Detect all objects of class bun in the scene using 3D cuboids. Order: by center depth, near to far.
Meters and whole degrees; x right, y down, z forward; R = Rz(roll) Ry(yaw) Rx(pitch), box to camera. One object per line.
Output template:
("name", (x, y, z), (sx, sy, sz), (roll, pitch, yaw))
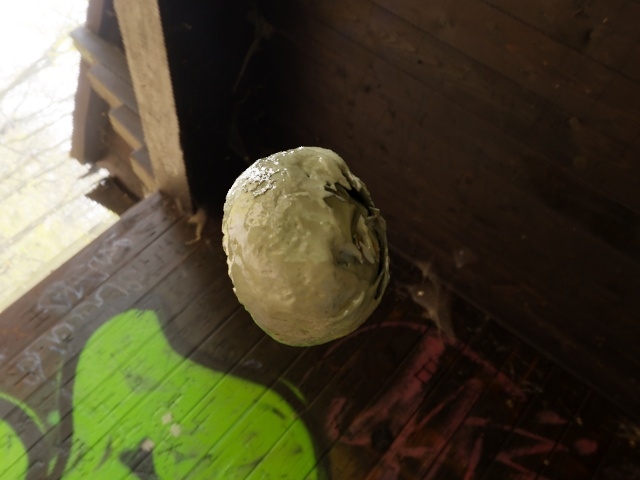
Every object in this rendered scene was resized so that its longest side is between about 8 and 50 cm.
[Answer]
("bun", (0.000, 0.000, 0.785), (0.152, 0.259, 0.259), (-13, -59, 30))
